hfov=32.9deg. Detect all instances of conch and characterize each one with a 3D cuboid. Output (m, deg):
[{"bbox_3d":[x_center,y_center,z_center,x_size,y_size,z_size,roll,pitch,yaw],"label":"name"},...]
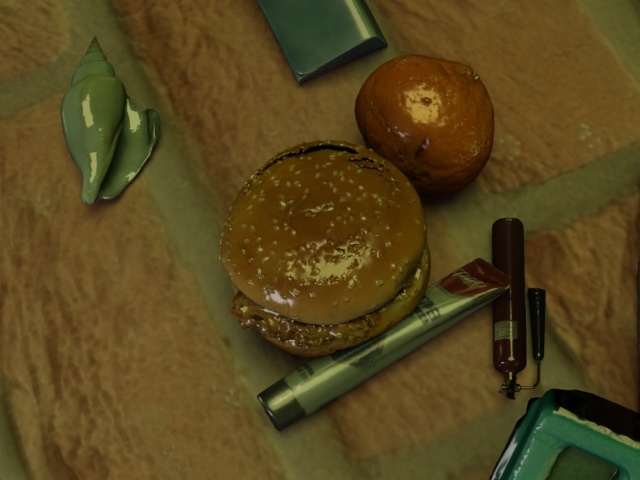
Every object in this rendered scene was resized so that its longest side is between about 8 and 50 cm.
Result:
[{"bbox_3d":[-0.206,-0.114,1.031,0.065,0.088,0.180,-22,66,39],"label":"conch"}]

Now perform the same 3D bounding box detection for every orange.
[{"bbox_3d":[0.097,-0.104,0.973,0.117,0.135,0.135,-23,66,4],"label":"orange"}]

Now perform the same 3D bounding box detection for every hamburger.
[{"bbox_3d":[-0.002,0.007,0.919,0.191,0.118,0.182,-44,53,-16],"label":"hamburger"}]

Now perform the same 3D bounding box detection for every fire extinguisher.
[{"bbox_3d":[0.174,0.063,0.955,0.049,0.035,0.173,21,60,-32],"label":"fire extinguisher"}]

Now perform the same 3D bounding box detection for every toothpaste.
[{"bbox_3d":[0.056,0.087,0.936,0.239,0.039,0.062,-31,30,-11],"label":"toothpaste"}]

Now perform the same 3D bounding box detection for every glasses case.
[{"bbox_3d":[-0.033,-0.296,1.071,0.105,0.056,0.266,-25,83,-11],"label":"glasses case"}]

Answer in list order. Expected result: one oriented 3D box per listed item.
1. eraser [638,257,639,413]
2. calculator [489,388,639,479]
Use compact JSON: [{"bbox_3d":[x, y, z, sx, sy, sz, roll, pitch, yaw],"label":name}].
[{"bbox_3d":[0.324,0.051,0.891,0.101,0.155,0.332,8,64,2],"label":"eraser"},{"bbox_3d":[0.228,0.259,0.773,0.274,0.058,0.248,25,111,9],"label":"calculator"}]
